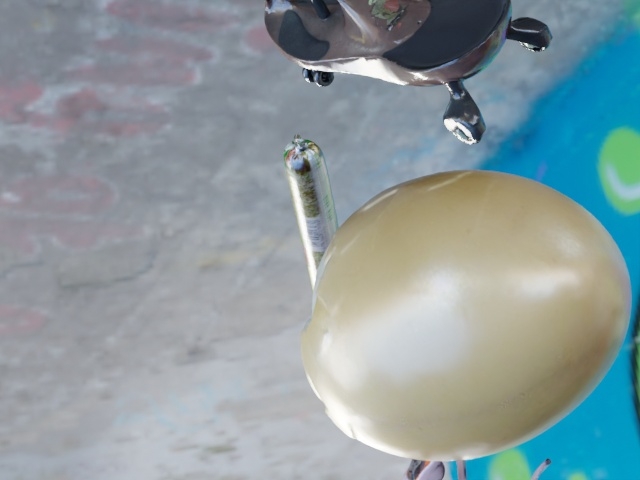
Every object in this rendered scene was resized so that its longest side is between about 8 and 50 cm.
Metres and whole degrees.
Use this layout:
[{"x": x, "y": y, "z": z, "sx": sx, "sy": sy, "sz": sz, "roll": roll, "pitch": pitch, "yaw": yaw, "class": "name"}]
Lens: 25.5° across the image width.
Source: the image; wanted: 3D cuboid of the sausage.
[{"x": 0.000, "y": 0.000, "z": 1.130, "sx": 0.033, "sy": 0.033, "sz": 0.269, "roll": -12, "pitch": 146, "yaw": 0, "class": "sausage"}]

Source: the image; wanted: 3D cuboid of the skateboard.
[{"x": 0.024, "y": -0.104, "z": 0.652, "sx": 0.151, "sy": 0.067, "sz": 0.080, "roll": 18, "pitch": 154, "yaw": 41, "class": "skateboard"}]

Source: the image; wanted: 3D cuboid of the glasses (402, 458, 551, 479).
[{"x": 0.096, "y": 0.242, "z": 1.159, "sx": 0.095, "sy": 0.255, "sz": 0.162, "roll": 32, "pitch": 137, "yaw": -1, "class": "glasses"}]

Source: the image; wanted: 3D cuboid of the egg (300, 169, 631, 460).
[{"x": 0.102, "y": 0.050, "z": 0.979, "sx": 0.201, "sy": 0.201, "sz": 0.244, "roll": 12, "pitch": 160, "yaw": -42, "class": "egg"}]
